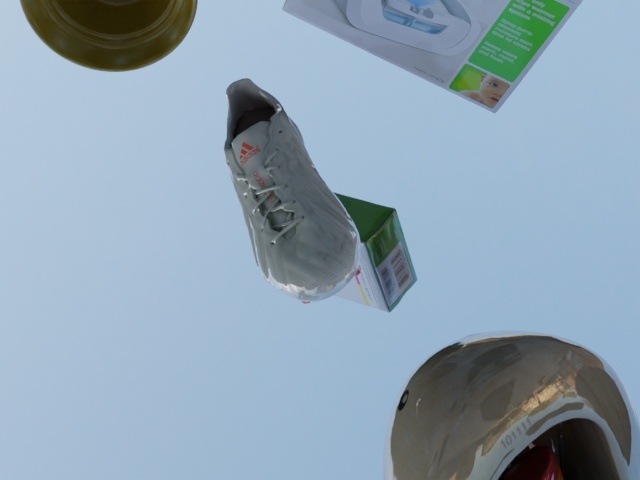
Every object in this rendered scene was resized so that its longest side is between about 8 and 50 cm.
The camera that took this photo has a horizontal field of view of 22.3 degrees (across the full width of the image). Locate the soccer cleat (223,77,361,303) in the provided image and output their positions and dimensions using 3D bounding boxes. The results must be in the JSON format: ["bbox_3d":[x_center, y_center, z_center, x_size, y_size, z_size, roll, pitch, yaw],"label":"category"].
[{"bbox_3d":[-0.027,-0.032,1.041,0.068,0.076,0.196,-29,-143,4],"label":"soccer cleat"}]

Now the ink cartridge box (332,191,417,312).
[{"bbox_3d":[0.000,0.000,1.823,0.209,0.109,0.062,17,-129,37],"label":"ink cartridge box"}]

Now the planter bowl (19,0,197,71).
[{"bbox_3d":[-0.255,-0.322,1.982,0.217,0.217,0.090,-1,-145,1],"label":"planter bowl"}]

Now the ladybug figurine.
[{"bbox_3d":[0.190,0.257,1.677,0.305,0.449,0.162,-40,-135,-18],"label":"ladybug figurine"}]

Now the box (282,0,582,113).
[{"bbox_3d":[0.130,-0.292,1.672,0.262,0.231,0.127,25,-126,-9],"label":"box"}]
